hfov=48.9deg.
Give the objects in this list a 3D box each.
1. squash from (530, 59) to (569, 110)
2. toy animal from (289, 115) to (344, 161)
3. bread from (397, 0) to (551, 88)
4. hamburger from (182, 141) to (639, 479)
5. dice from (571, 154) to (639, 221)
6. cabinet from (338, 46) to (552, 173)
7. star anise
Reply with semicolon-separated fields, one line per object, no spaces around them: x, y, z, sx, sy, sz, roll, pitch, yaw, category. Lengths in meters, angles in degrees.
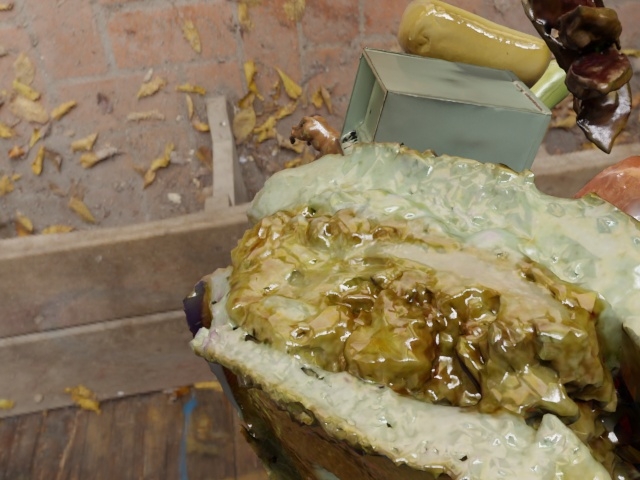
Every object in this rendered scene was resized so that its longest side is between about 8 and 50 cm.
0.416;-0.262;1.406;0.250;0.083;0.083;-48;123;-1;squash
0.047;-0.185;1.498;0.224;0.229;0.066;46;67;-11;toy animal
0.213;-0.269;0.999;0.217;0.147;0.098;22;111;0;bread
0.070;0.104;0.463;0.195;0.318;0.277;-49;140;-27;hamburger
0.422;0.004;0.944;0.179;0.175;0.174;-46;153;25;dice
0.146;-0.135;0.890;0.206;0.145;0.150;6;123;-13;cabinet
0.208;-0.146;0.550;0.057;0.168;0.168;-26;128;24;star anise
